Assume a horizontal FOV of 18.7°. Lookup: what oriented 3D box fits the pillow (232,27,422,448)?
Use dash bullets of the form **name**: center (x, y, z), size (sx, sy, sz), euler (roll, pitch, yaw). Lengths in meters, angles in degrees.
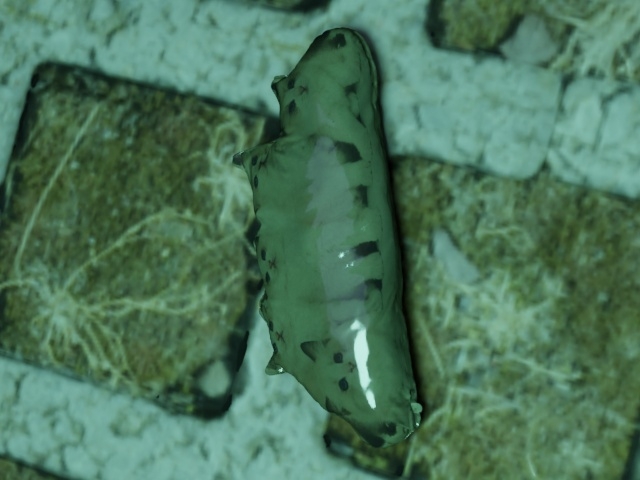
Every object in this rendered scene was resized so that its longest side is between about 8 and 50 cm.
- **pillow**: center (0.000, 0.001, 1.105), size (0.093, 0.051, 0.241), euler (-11, 82, 22)
